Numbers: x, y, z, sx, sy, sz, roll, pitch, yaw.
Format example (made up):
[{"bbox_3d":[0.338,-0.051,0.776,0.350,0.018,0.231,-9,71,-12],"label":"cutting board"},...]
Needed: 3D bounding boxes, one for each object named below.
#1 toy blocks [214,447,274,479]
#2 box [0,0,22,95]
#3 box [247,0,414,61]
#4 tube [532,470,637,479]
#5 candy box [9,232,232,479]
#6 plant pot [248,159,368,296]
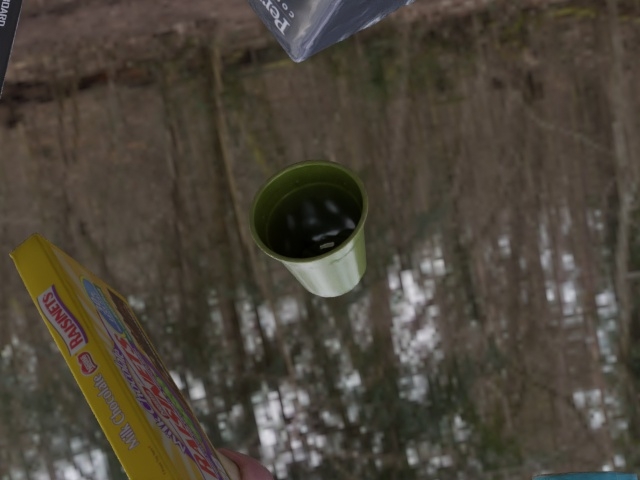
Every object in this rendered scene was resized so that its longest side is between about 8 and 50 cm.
[{"bbox_3d":[-0.043,0.338,0.965,0.309,0.260,0.288,35,-99,32],"label":"toy blocks"},{"bbox_3d":[-0.328,-0.195,0.876,0.307,0.242,0.076,17,-171,19],"label":"box"},{"bbox_3d":[0.013,-0.500,1.223,0.297,0.480,0.472,-34,174,-27],"label":"box"},{"bbox_3d":[0.135,0.217,0.686,0.052,0.207,0.080,2,165,-13],"label":"tube"},{"bbox_3d":[-0.105,0.089,0.808,0.027,0.105,0.206,-40,-126,5],"label":"candy box"},{"bbox_3d":[0.000,0.000,0.991,0.083,0.079,0.083,-7,-124,11],"label":"plant pot"}]
